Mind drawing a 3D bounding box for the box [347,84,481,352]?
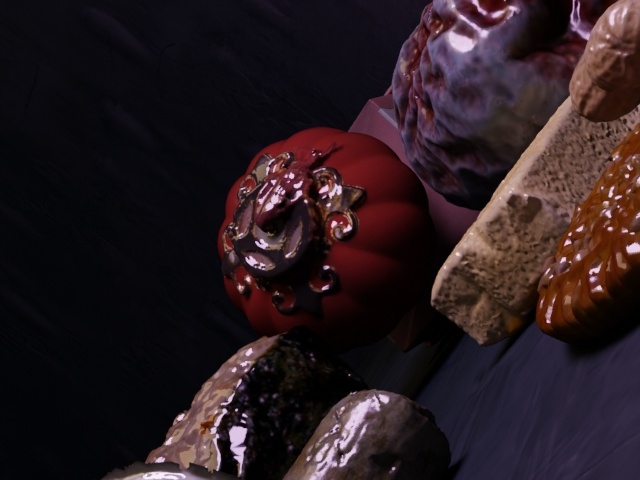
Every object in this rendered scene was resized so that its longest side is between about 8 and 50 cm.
[{"bbox_3d":[0.091,-0.020,1.284,0.086,0.215,0.215,-21,-29,-53],"label":"box"}]

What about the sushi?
[{"bbox_3d":[-0.081,0.231,1.028,0.350,0.171,0.211,-52,-1,-32],"label":"sushi"}]

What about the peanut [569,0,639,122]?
[{"bbox_3d":[0.176,-0.105,0.696,0.054,0.054,0.113,-52,-10,-17],"label":"peanut"}]

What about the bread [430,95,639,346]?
[{"bbox_3d":[0.158,-0.025,0.827,0.188,0.068,0.125,-48,-6,-48],"label":"bread"}]

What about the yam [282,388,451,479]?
[{"bbox_3d":[0.000,0.164,0.647,0.179,0.078,0.078,-53,-3,-21],"label":"yam"}]

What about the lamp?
[{"bbox_3d":[0.000,0.000,1.161,0.227,0.227,0.227,-53,-3,-5],"label":"lamp"}]

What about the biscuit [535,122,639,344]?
[{"bbox_3d":[0.195,-0.076,0.568,0.305,0.038,0.305,-53,-4,-5],"label":"biscuit"}]

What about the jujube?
[{"bbox_3d":[0.173,-0.148,1.034,0.226,0.226,0.317,-52,-8,-14],"label":"jujube"}]

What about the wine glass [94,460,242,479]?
[{"bbox_3d":[-0.091,0.202,0.337,0.143,0.143,0.321,-55,-4,31],"label":"wine glass"}]
